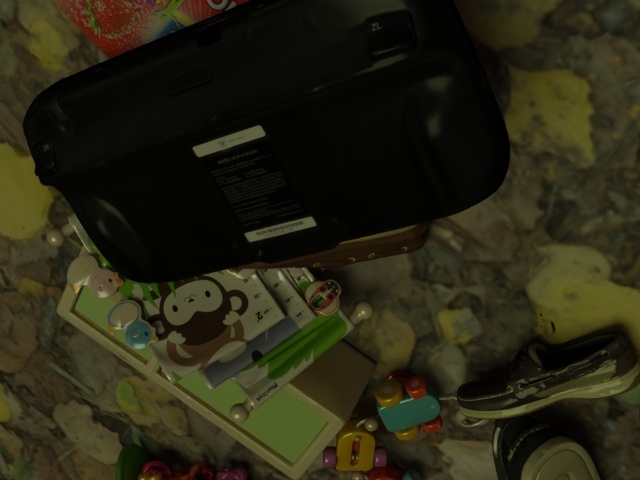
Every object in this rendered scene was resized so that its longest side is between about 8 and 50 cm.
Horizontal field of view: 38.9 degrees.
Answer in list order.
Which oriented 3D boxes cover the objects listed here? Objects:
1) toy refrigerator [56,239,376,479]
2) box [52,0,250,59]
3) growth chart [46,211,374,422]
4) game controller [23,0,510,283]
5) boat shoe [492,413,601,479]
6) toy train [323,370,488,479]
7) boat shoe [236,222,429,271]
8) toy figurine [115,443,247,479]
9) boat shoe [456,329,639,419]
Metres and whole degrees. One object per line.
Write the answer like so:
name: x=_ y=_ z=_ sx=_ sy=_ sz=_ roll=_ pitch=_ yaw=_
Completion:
toy refrigerator: x=-0.096 y=0.091 z=0.818 sx=0.269 sy=0.094 sz=0.102 roll=35 pitch=128 yaw=2
box: x=-0.048 y=-0.145 z=0.632 sx=0.257 sy=0.123 sz=0.128 roll=45 pitch=127 yaw=-7
growth chart: x=-0.096 y=0.033 z=0.753 sx=0.237 sy=0.172 sz=0.021 roll=45 pitch=170 yaw=3
game controller: x=-0.046 y=-0.059 z=0.579 sx=0.319 sy=0.067 sz=0.166 roll=-13 pitch=128 yaw=30
boat shoe: x=0.209 y=0.245 z=0.798 sx=0.079 sy=0.084 sz=0.233 roll=29 pitch=148 yaw=56
toy train: x=0.073 y=0.180 z=0.830 sx=0.125 sy=0.046 sz=0.166 roll=23 pitch=120 yaw=-20
boat shoe: x=0.000 y=0.000 z=0.720 sx=0.177 sy=0.064 sz=0.060 roll=-10 pitch=135 yaw=9
toy figurine: x=-0.118 y=0.288 z=0.960 sx=0.159 sy=0.130 sz=0.173 roll=-14 pitch=89 yaw=16
boat shoe: x=0.178 y=0.105 z=0.730 sx=0.152 sy=0.056 sz=0.049 roll=-18 pitch=106 yaw=22
